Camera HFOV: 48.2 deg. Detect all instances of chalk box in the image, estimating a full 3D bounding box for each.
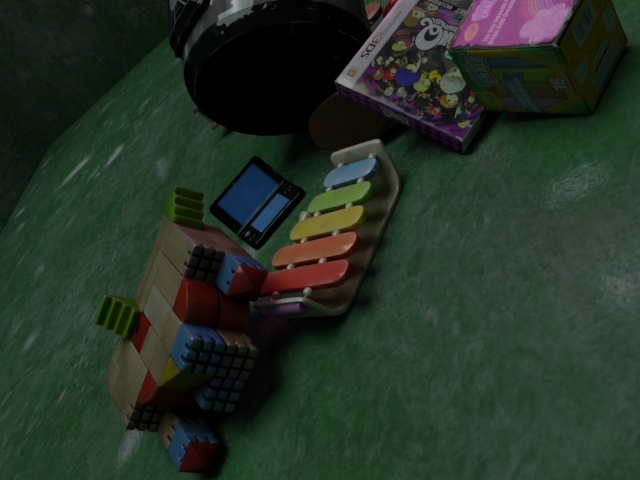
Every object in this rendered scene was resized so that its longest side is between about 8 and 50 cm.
[{"bbox_3d":[0.269,-0.260,0.959,0.213,0.132,0.132,15,69,47],"label":"chalk box"}]

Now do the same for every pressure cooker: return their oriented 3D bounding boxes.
[{"bbox_3d":[-0.104,-0.461,1.401,0.370,0.375,0.420,-14,66,9],"label":"pressure cooker"}]

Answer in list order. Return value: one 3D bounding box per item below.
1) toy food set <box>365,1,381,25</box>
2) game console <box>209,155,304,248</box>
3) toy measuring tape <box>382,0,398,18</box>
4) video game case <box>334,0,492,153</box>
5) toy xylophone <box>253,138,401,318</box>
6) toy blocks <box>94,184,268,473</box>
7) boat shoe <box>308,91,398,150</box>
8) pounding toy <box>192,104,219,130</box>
[{"bbox_3d":[0.107,-0.522,1.667,0.083,0.020,0.082,6,58,55],"label":"toy food set"},{"bbox_3d":[-0.121,-0.074,1.345,0.144,0.085,0.124,-50,28,-5],"label":"game console"},{"bbox_3d":[0.153,-0.386,1.273,0.121,0.121,0.330,-28,12,32],"label":"toy measuring tape"},{"bbox_3d":[0.174,-0.267,1.098,0.232,0.042,0.210,31,77,24],"label":"video game case"},{"bbox_3d":[0.000,0.000,1.090,0.236,0.081,0.322,-19,39,42],"label":"toy xylophone"},{"bbox_3d":[-0.188,0.142,1.022,0.261,0.191,0.381,34,105,55],"label":"toy blocks"},{"bbox_3d":[0.108,-0.235,1.241,0.285,0.104,0.089,-19,6,33],"label":"boat shoe"},{"bbox_3d":[-0.247,-0.432,1.866,0.269,0.155,0.154,-54,16,-23],"label":"pounding toy"}]
